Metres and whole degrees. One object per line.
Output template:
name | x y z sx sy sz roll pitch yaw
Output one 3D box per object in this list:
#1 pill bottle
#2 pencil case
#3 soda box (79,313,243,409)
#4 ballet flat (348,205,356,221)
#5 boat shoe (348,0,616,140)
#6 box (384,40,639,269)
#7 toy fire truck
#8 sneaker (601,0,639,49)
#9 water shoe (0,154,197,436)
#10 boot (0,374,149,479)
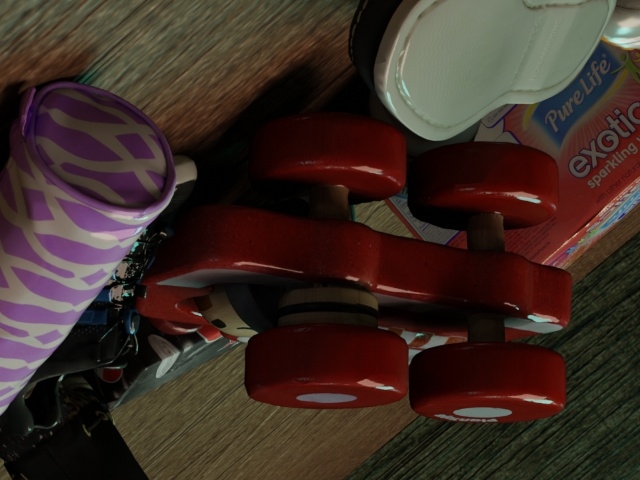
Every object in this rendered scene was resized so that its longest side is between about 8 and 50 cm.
pill bottle | 0.069 -0.083 1.236 0.078 0.078 0.137 -36 168 -14
pencil case | -0.154 0.010 0.912 0.206 0.088 0.086 -48 -158 35
soda box | -0.100 0.061 1.320 0.169 0.053 0.060 -26 162 -50
ballet flat | 0.000 0.000 1.438 0.052 0.057 0.168 -10 161 -3
boat shoe | 0.078 -0.129 1.061 0.114 0.091 0.302 -63 159 15
box | 0.203 -0.095 1.424 0.300 0.154 0.142 -44 168 17
toy fire truck | 0.008 0.036 1.198 0.302 0.169 0.254 9 163 -33
sneaker | 0.264 -0.240 1.250 0.262 0.099 0.121 -42 163 -23
water shoe | -0.127 0.034 1.069 0.203 0.080 0.073 -44 168 24
boot | -0.156 0.182 1.286 0.085 0.179 0.236 -38 167 -4
